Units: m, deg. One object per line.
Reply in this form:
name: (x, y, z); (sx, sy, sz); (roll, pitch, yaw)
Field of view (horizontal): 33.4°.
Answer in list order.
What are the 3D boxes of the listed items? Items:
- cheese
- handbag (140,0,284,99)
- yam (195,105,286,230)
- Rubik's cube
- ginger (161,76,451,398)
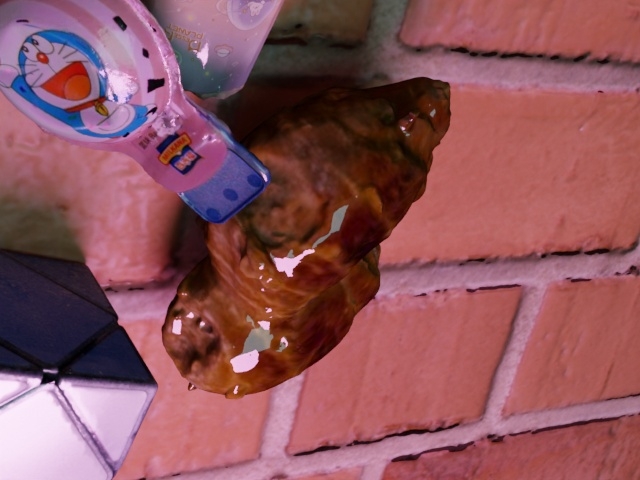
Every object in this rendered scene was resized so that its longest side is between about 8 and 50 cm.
cheese: (-0.166, -0.121, 0.856); (0.286, 0.074, 0.189); (42, 136, -15)
handbag: (-0.092, -0.194, 0.887); (0.117, 0.095, 0.173); (11, 128, -21)
yam: (-0.069, -0.067, 1.048); (0.032, 0.032, 0.145); (32, 99, -42)
Rubik's cube: (-0.295, 0.139, 0.927); (0.205, 0.205, 0.207); (14, 111, -38)
ginger: (0.003, -0.007, 1.026); (0.274, 0.152, 0.357); (-10, 135, -46)
